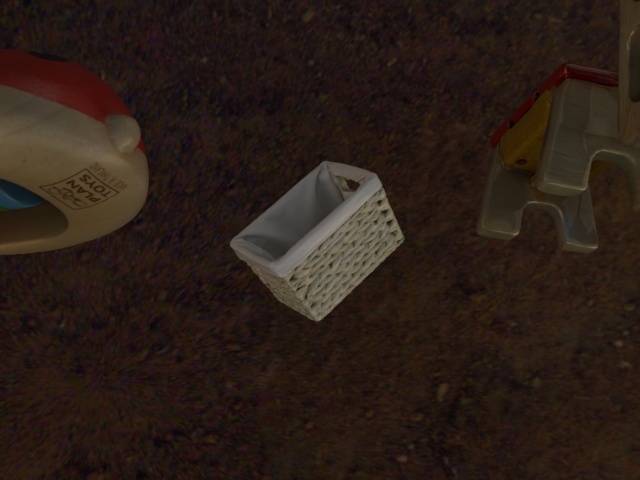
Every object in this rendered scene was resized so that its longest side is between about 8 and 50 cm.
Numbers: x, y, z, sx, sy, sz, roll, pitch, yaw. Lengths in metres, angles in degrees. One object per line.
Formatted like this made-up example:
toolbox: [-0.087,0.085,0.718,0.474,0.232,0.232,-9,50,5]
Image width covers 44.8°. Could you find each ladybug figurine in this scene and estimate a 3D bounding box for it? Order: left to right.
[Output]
ladybug figurine: [-0.386,-0.102,0.892,0.450,0.305,0.161,-6,64,23]

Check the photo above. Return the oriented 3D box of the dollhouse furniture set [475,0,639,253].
dollhouse furniture set: [0.235,-0.104,0.336,0.202,0.374,0.152,11,73,-8]

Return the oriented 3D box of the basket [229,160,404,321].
basket: [0.000,0.000,0.915,0.167,0.113,0.103,-42,122,-17]
